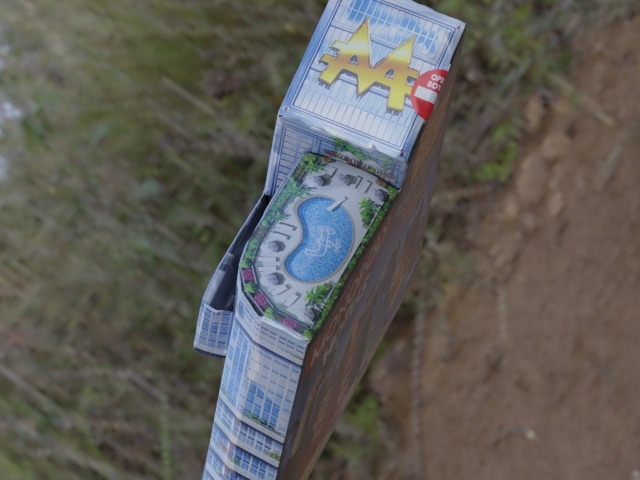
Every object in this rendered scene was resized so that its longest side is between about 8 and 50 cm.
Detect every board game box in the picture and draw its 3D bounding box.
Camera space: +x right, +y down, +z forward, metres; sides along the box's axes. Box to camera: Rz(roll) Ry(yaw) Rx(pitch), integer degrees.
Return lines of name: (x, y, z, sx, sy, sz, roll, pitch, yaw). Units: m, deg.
board game box: (0.000, 0.000, 0.759, 0.194, 0.060, 0.194, -59, -14, -44)
